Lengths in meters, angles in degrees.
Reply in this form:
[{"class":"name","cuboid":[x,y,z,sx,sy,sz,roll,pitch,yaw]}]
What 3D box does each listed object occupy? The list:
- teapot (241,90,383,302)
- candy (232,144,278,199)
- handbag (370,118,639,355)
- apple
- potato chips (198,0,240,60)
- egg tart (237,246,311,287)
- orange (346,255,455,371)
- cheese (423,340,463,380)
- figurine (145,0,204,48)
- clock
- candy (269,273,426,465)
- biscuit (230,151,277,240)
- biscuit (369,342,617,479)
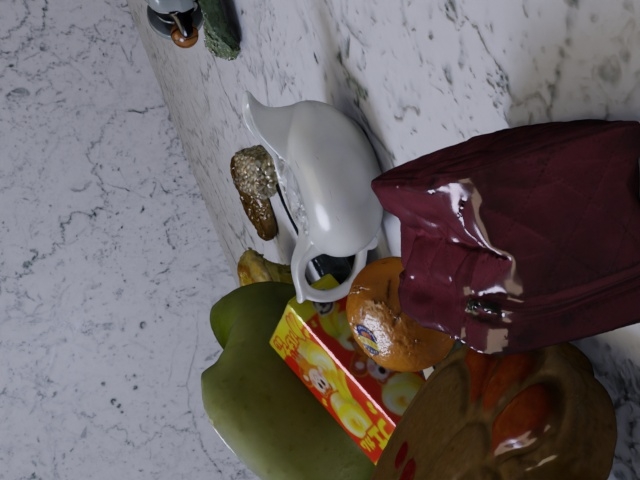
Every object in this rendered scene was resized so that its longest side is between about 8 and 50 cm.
[{"class":"teapot","cuboid":[-0.002,-0.064,1.053,0.204,0.139,0.298,24,134,70]},{"class":"candy","cuboid":[-0.117,-0.131,1.577,0.110,0.085,0.095,23,128,60]},{"class":"handbag","cuboid":[0.128,-0.005,0.571,0.225,0.146,0.135,-163,58,-75]},{"class":"apple","cuboid":[-0.038,0.252,1.361,0.360,0.320,0.312,42,157,-25]},{"class":"potato chips","cuboid":[-0.188,-0.409,1.463,0.228,0.059,0.167,140,114,-83]},{"class":"egg tart","cuboid":[-0.076,0.159,1.783,0.341,0.132,0.341,160,90,-78]},{"class":"orange","cuboid":[0.096,0.081,0.931,0.135,0.117,0.135,51,163,23]},{"class":"cheese","cuboid":[0.171,0.199,0.970,0.092,0.048,0.171,105,142,-75]},{"class":"figurine","cuboid":[-0.283,-0.476,1.577,0.236,0.133,0.176,110,137,-75]},{"class":"clock","cuboid":[0.000,0.000,1.256,0.226,0.049,0.226,62,-179,-2]},{"class":"candy","cuboid":[0.056,0.192,1.136,0.276,0.088,0.146,47,148,15]},{"class":"biscuit","cuboid":[-0.158,-0.099,1.911,0.226,0.042,0.226,61,165,27]},{"class":"biscuit","cuboid":[0.113,0.235,0.699,0.074,0.359,0.381,26,-171,-6]}]
